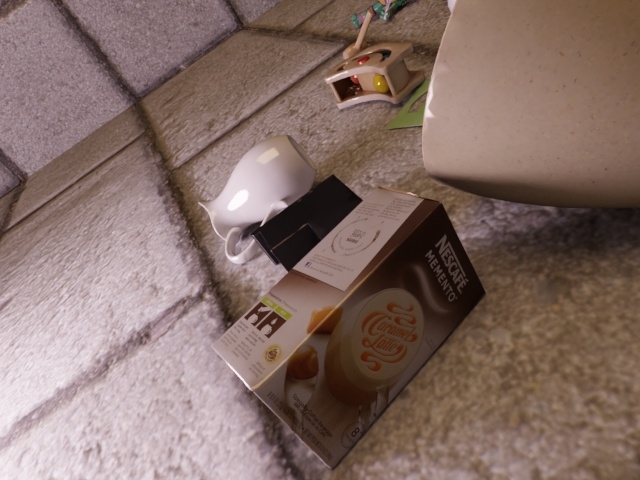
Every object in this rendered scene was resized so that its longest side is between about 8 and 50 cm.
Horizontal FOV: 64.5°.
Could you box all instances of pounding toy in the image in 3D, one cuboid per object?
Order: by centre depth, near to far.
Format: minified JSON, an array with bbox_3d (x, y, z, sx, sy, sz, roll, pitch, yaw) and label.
[{"bbox_3d":[0.085,-0.378,1.072,0.154,0.154,0.269,-35,30,-7],"label":"pounding toy"}]

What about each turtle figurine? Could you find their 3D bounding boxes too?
[{"bbox_3d":[0.193,-0.713,1.469,0.234,0.118,0.175,-3,84,42],"label":"turtle figurine"}]

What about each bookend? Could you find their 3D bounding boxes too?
[{"bbox_3d":[0.000,0.000,0.722,0.156,0.072,0.157,-37,33,-2],"label":"bookend"}]

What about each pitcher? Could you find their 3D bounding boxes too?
[{"bbox_3d":[-0.100,-0.071,0.882,0.207,0.125,0.177,-39,51,12],"label":"pitcher"}]

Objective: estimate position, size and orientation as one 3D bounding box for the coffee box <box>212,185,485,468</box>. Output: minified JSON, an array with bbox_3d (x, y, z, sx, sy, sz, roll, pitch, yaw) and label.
[{"bbox_3d":[0.037,0.079,0.519,0.246,0.141,0.098,-45,33,-16],"label":"coffee box"}]

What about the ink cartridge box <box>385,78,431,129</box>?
[{"bbox_3d":[0.236,-0.274,0.895,0.235,0.056,0.171,8,51,45],"label":"ink cartridge box"}]

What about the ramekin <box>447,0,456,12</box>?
[{"bbox_3d":[0.357,-0.474,0.924,0.273,0.127,0.272,-37,27,23],"label":"ramekin"}]

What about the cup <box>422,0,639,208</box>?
[{"bbox_3d":[0.290,-0.162,0.498,0.237,0.331,0.331,29,65,26],"label":"cup"}]
